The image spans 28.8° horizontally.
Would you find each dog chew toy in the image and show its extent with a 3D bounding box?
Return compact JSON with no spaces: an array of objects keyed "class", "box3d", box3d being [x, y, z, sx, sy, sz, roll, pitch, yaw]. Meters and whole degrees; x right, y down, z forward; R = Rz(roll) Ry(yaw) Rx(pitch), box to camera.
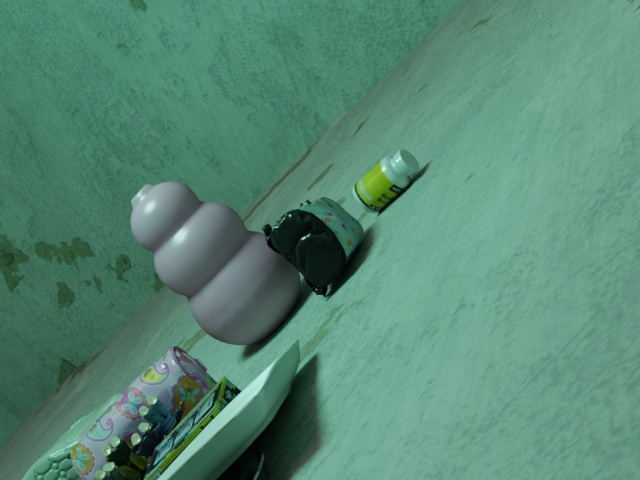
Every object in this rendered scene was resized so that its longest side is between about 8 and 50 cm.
[{"class":"dog chew toy","box3d":[-0.194,0.028,2.172,0.206,0.332,0.206,-45,10,11]}]

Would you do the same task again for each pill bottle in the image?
[{"class":"pill bottle","box3d":[0.115,-0.105,2.159,0.116,0.065,0.065,-43,11,30]}]

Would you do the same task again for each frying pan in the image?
[{"class":"frying pan","box3d":[-0.162,0.379,1.451,0.326,0.053,0.197,-52,9,-24]}]

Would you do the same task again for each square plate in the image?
[{"class":"square plate","box3d":[-0.156,0.291,1.659,0.344,0.049,0.347,-45,0,9]}]

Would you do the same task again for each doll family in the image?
[{"class":"doll family","box3d":[-0.283,0.343,2.029,0.193,0.111,0.076,-45,39,-5]}]

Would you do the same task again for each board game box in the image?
[{"class":"board game box","box3d":[-0.193,0.304,1.914,0.170,0.048,0.141,-46,7,10]}]

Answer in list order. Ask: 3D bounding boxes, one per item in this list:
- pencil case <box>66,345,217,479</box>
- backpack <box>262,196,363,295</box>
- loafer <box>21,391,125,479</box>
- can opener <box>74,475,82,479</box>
[{"class":"pencil case","box3d":[-0.308,0.316,2.159,0.284,0.124,0.124,-47,9,7]},{"class":"backpack","box3d":[0.000,0.000,2.072,0.115,0.152,0.182,-39,-1,15]},{"class":"loafer","box3d":[-0.485,0.433,2.525,0.319,0.112,0.111,-41,4,-6]},{"class":"can opener","box3d":[-0.451,0.499,2.178,0.093,0.074,0.280,-39,12,43]}]
